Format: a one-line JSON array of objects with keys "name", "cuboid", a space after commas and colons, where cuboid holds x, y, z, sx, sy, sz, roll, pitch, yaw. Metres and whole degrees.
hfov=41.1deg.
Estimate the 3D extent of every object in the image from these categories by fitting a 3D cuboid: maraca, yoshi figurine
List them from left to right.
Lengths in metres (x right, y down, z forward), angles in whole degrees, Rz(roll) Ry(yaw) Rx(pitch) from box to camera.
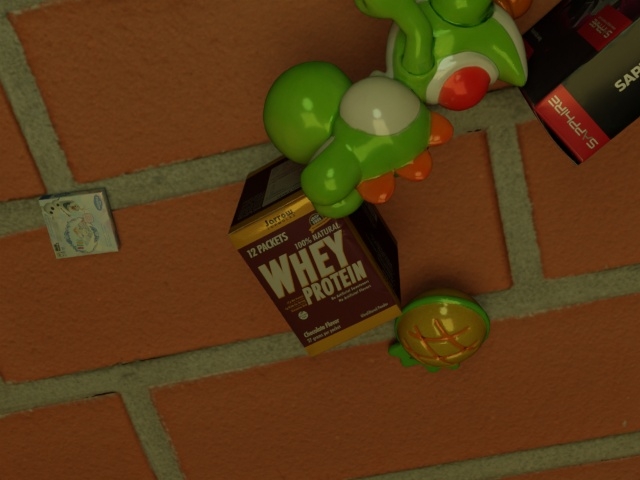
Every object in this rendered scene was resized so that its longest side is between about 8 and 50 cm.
[{"name": "yoshi figurine", "cuboid": [0.070, -0.198, 0.917, 0.203, 0.203, 0.362, 44, 78, -27]}, {"name": "maraca", "cuboid": [0.161, 0.131, 1.181, 0.127, 0.099, 0.185, 15, 141, -2]}]

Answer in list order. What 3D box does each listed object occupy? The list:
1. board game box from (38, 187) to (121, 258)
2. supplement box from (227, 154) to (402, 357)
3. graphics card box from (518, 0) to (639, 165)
[{"name": "board game box", "cuboid": [-0.329, -0.023, 1.170, 0.090, 0.020, 0.090, -6, 114, 6]}, {"name": "supplement box", "cuboid": [0.000, 0.000, 1.068, 0.129, 0.194, 0.191, -27, 111, 15]}, {"name": "graphics card box", "cuboid": [0.372, -0.264, 0.906, 0.371, 0.232, 0.094, -40, 107, 20]}]
